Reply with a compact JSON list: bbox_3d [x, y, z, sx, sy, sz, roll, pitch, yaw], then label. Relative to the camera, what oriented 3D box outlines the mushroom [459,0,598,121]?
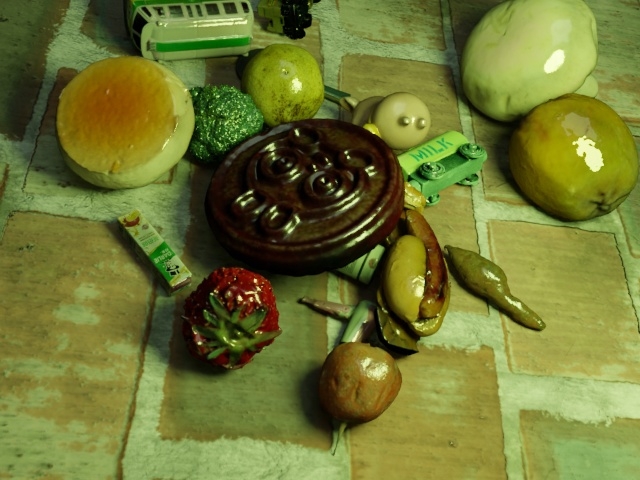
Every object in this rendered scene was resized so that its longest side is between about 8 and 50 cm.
[{"bbox_3d":[0.526,-0.465,2.015,0.353,0.353,0.325,-22,72,-27],"label":"mushroom"}]

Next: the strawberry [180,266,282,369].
[{"bbox_3d":[-0.160,0.128,1.480,0.184,0.187,0.201,-7,22,6],"label":"strawberry"}]

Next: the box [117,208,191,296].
[{"bbox_3d":[-0.331,0.022,1.606,0.050,0.041,0.207,-28,61,-30],"label":"box"}]

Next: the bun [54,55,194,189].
[{"bbox_3d":[-0.402,-0.240,1.718,0.298,0.165,0.299,-2,75,7],"label":"bun"}]

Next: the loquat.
[{"bbox_3d":[0.575,-0.192,1.839,0.276,0.276,0.284,-14,58,-22],"label":"loquat"}]

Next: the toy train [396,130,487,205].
[{"bbox_3d":[0.261,-0.174,1.861,0.253,0.105,0.157,-28,48,-32],"label":"toy train"}]

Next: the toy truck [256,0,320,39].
[{"bbox_3d":[-0.074,-0.653,2.166,0.127,0.127,0.257,10,48,15],"label":"toy truck"}]

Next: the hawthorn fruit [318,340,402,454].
[{"bbox_3d":[0.063,0.260,1.427,0.149,0.149,0.189,23,46,7],"label":"hawthorn fruit"}]

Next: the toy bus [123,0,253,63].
[{"bbox_3d":[-0.321,-0.536,1.999,0.305,0.143,0.179,-8,54,-18],"label":"toy bus"}]

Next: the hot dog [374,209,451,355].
[{"bbox_3d":[0.186,0.059,1.584,0.194,0.107,0.326,28,47,-43],"label":"hot dog"}]

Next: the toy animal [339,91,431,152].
[{"bbox_3d":[0.155,-0.264,1.835,0.165,0.149,0.248,16,5,-26],"label":"toy animal"}]

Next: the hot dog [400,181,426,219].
[{"bbox_3d":[0.104,-0.111,1.759,0.268,0.115,0.072,25,53,7],"label":"hot dog"}]

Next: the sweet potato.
[{"bbox_3d":[0.357,0.092,1.675,0.269,0.075,0.074,42,55,17],"label":"sweet potato"}]

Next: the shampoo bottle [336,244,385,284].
[{"bbox_3d":[0.000,0.000,1.666,0.262,0.085,0.085,25,51,9],"label":"shampoo bottle"}]

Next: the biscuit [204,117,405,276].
[{"bbox_3d":[-0.033,-0.104,1.624,0.407,0.091,0.407,-5,48,6],"label":"biscuit"}]

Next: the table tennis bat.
[{"bbox_3d":[-0.066,-0.404,2.024,0.301,0.022,0.173,22,50,8],"label":"table tennis bat"}]

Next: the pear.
[{"bbox_3d":[-0.083,-0.345,1.865,0.197,0.197,0.197,6,50,-7],"label":"pear"}]

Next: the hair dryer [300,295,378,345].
[{"bbox_3d":[0.030,0.148,1.585,0.154,0.054,0.106,25,54,22],"label":"hair dryer"}]

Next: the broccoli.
[{"bbox_3d":[-0.220,-0.255,1.789,0.195,0.196,0.156,-4,16,-15],"label":"broccoli"}]
